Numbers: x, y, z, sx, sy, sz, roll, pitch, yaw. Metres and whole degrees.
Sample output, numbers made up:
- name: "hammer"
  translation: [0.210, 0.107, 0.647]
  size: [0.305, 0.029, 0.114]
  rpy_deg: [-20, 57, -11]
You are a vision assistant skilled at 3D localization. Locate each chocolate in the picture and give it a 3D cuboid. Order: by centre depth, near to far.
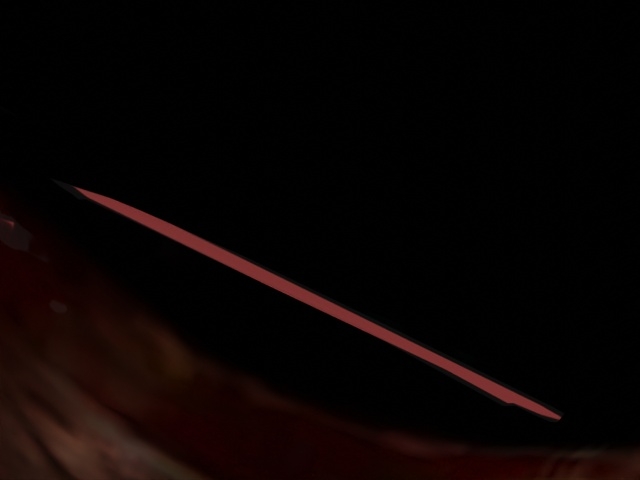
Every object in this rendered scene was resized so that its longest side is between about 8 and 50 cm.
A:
- name: "chocolate"
  translation: [0.000, 0.000, 0.636]
  size: [0.384, 0.383, 0.331]
  rpy_deg: [30, 134, 13]
